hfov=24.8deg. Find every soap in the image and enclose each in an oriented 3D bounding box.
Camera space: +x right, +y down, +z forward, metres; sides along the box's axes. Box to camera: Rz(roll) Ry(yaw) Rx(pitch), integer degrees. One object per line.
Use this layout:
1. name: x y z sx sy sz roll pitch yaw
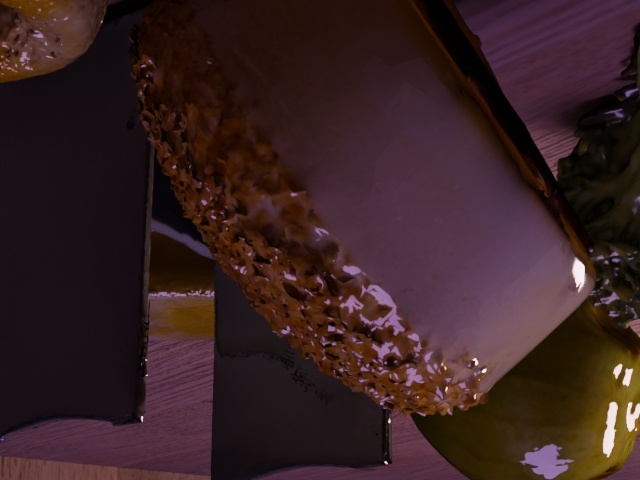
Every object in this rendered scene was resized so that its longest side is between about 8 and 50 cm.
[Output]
1. soap: -0.025 0.037 1.368 0.315 0.091 0.199 1 162 -5

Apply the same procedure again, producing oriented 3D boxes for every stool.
1. stool: -0.089 0.016 0.980 0.170 0.269 0.244 -14 159 37

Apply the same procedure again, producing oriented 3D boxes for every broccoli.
1. broccoli: 0.275 -0.021 1.008 0.243 0.180 0.273 -5 162 19

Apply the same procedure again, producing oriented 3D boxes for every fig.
1. fig: 0.202 0.149 1.505 0.271 0.239 0.239 7 166 21

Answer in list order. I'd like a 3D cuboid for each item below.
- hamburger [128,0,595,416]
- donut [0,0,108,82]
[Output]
1. hamburger: 0.018 -0.040 0.783 0.179 0.294 0.276 -33 132 12
2. donut: -0.201 -0.140 0.819 0.178 0.065 0.162 -8 161 28
